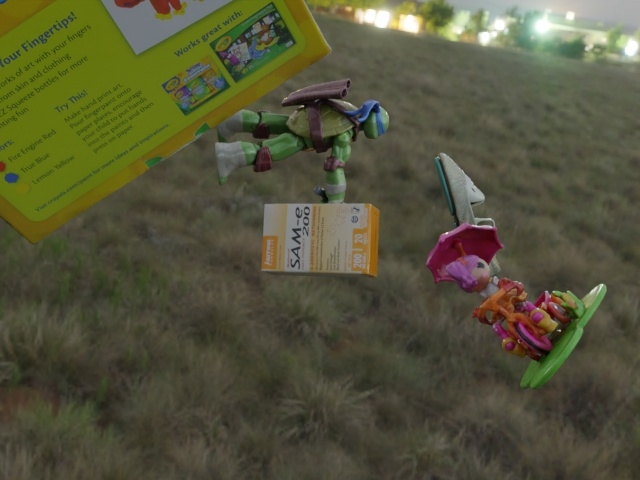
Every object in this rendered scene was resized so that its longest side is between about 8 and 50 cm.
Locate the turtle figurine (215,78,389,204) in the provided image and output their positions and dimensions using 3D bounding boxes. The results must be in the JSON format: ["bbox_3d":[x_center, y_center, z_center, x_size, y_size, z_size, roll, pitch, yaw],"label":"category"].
[{"bbox_3d":[-0.028,-0.133,1.325,0.266,0.198,0.275,-3,-9,-2],"label":"turtle figurine"}]

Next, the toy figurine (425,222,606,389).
[{"bbox_3d":[0.173,0.053,0.814,0.159,0.130,0.173,38,22,10],"label":"toy figurine"}]

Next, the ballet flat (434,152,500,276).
[{"bbox_3d":[0.186,-0.032,1.038,0.052,0.168,0.057,-15,7,4],"label":"ballet flat"}]

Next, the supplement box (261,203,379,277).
[{"bbox_3d":[0.000,0.000,0.732,0.098,0.062,0.036,0,-7,17],"label":"supplement box"}]

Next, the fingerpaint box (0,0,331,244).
[{"bbox_3d":[-0.270,-0.262,0.939,0.444,0.371,0.163,-33,46,3],"label":"fingerpaint box"}]
